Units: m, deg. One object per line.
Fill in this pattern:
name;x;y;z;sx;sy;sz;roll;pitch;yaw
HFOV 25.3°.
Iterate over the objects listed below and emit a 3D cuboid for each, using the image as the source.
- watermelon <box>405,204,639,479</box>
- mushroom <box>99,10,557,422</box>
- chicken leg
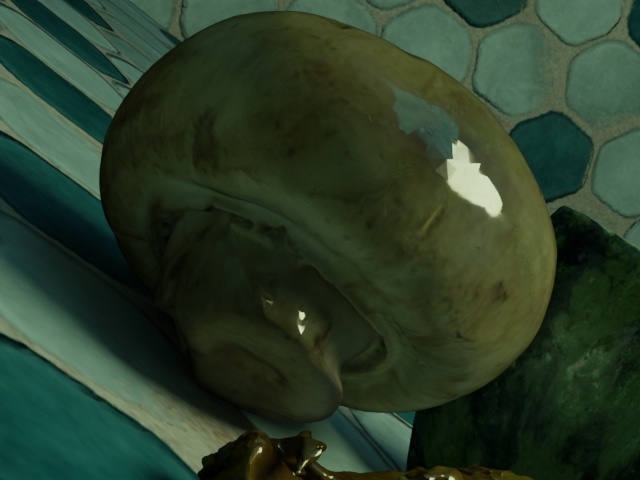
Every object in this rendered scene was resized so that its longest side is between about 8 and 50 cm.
watermelon;0.193;0.125;0.823;0.262;0.213;0.201;42;7;18
mushroom;0.000;0.000;0.724;0.255;0.184;0.255;12;-32;8
chicken leg;0.041;0.128;0.586;0.207;0.085;0.101;25;29;-34
